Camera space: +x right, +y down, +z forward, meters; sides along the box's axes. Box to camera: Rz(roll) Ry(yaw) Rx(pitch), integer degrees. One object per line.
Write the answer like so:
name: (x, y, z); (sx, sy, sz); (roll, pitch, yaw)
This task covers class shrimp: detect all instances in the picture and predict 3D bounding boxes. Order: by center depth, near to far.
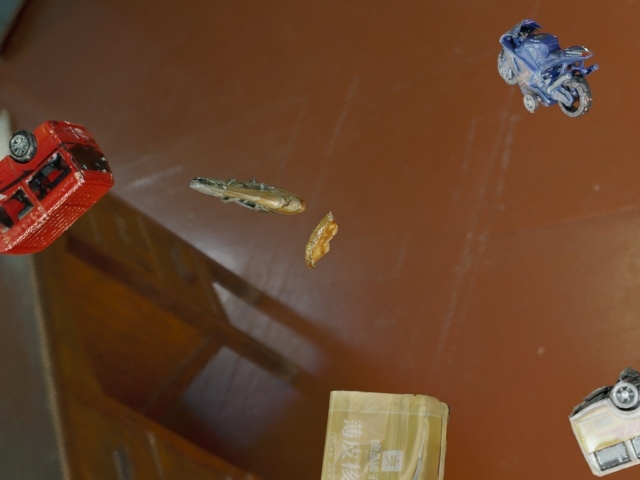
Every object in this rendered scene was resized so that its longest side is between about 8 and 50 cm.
shrimp: (-0.123, -0.074, 1.789); (0.217, 0.150, 0.051); (13, 94, 44)

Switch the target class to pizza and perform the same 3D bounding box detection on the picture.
pizza: (0.000, 0.000, 1.457); (0.016, 0.037, 0.083); (46, 127, 35)

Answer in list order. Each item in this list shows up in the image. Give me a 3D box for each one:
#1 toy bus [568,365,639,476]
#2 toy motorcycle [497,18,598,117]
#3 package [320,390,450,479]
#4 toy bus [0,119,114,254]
toy bus: (0.534, 0.232, 1.728); (0.342, 0.097, 0.138); (-22, 87, 20)
toy motorcycle: (0.315, -0.250, 1.694); (0.076, 0.114, 0.205); (-20, 33, -22)
package: (0.124, 0.418, 2.022); (0.165, 0.221, 0.311); (-23, 56, 59)
toy bus: (-0.308, -0.037, 1.227); (0.195, 0.081, 0.089); (-39, 75, 17)
